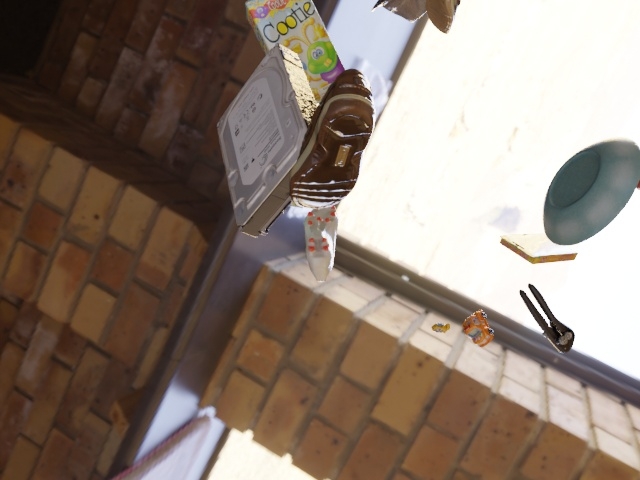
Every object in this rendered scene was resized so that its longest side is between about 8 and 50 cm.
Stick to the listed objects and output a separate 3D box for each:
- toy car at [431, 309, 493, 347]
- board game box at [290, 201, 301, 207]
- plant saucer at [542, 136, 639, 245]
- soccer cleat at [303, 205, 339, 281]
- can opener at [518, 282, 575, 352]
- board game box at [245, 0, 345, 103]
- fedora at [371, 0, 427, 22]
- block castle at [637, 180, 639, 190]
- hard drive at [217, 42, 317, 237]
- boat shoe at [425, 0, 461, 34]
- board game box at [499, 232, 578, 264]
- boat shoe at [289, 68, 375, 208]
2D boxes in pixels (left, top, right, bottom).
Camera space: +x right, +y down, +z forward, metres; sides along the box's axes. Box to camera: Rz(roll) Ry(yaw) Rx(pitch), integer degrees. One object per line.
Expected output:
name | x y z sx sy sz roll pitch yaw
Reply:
toy car | 0.229 0.154 1.186 0.122 0.041 0.060 -32 -125 50
board game box | -0.112 -0.148 1.899 0.026 0.154 0.103 -43 141 -77
plant saucer | 0.402 -0.085 1.104 0.195 0.037 0.195 -50 -159 27
soccer cleat | 0.000 0.000 1.382 0.196 0.068 0.076 -82 172 -56
can opener | 0.507 0.177 1.617 0.059 0.186 0.073 -43 -168 -10
board game box | -0.052 -0.447 1.691 0.142 0.275 0.144 -27 -175 -2
fedora | 0.288 -0.759 2.208 0.244 0.124 0.275 -31 -158 42
block castle | 0.969 -0.224 1.620 0.213 0.453 0.303 60 45 -61
hard drive | -0.100 -0.199 1.390 0.064 0.339 0.237 20 126 -35
boat shoe | 0.350 -0.680 1.972 0.092 0.103 0.285 -44 156 -8
board game box | 0.627 0.021 2.073 0.259 0.124 0.039 1 118 -44
boat shoe | 0.020 -0.138 1.008 0.257 0.095 0.095 125 -28 -57
